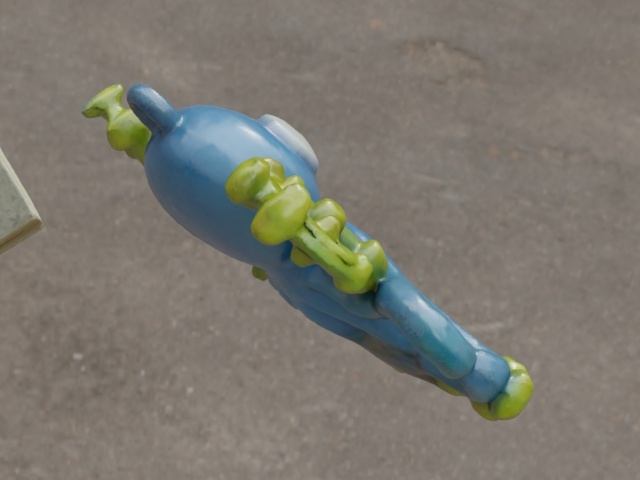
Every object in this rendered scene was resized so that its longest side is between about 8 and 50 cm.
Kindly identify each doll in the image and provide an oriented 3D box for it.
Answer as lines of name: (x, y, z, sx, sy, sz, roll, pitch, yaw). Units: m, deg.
doll: (0.000, 0.000, 0.902, 0.341, 0.098, 0.346, 37, -6, -19)

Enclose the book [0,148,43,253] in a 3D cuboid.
book: (-0.284, -0.014, 0.773, 0.199, 0.016, 0.138, -32, 80, -4)
